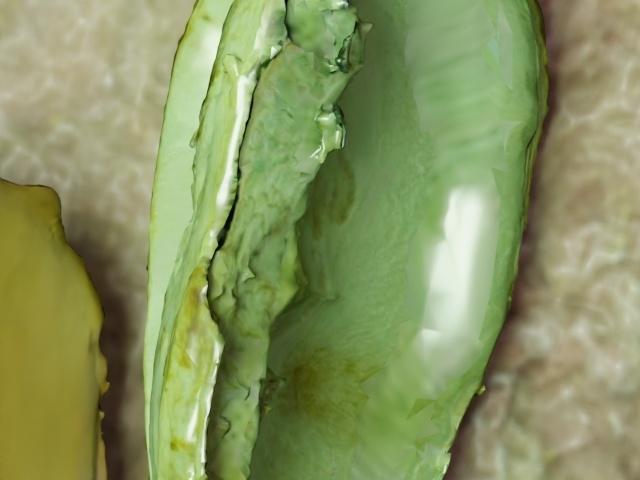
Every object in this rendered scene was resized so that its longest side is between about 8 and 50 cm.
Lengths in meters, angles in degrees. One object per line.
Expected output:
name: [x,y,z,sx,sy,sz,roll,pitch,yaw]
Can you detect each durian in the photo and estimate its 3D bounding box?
durian: [0.011,0.003,0.759,0.163,0.198,0.394,15,79,-7]

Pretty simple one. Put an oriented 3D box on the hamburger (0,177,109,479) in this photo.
hamburger: [-0.234,0.079,0.731,0.237,0.276,0.276,6,86,26]
